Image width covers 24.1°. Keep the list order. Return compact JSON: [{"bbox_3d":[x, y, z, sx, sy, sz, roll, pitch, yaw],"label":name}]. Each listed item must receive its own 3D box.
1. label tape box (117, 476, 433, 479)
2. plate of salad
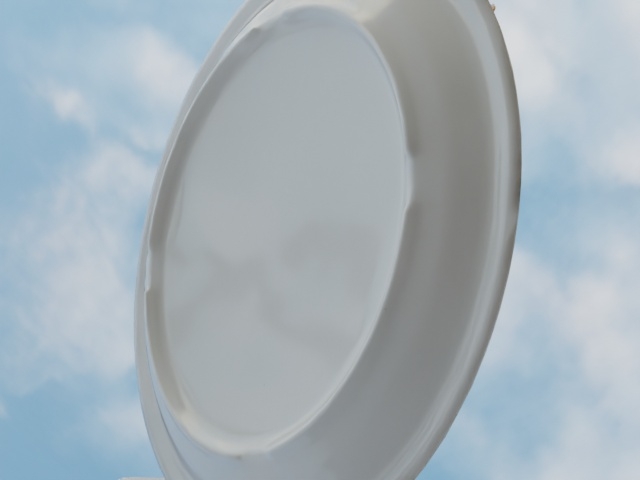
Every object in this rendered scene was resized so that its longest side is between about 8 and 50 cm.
[{"bbox_3d":[-0.072,0.261,0.860,0.347,0.115,0.249,6,-62,-21],"label":"label tape box"},{"bbox_3d":[0.000,0.000,0.473,0.048,0.200,0.200,13,-106,-35],"label":"plate of salad"}]
